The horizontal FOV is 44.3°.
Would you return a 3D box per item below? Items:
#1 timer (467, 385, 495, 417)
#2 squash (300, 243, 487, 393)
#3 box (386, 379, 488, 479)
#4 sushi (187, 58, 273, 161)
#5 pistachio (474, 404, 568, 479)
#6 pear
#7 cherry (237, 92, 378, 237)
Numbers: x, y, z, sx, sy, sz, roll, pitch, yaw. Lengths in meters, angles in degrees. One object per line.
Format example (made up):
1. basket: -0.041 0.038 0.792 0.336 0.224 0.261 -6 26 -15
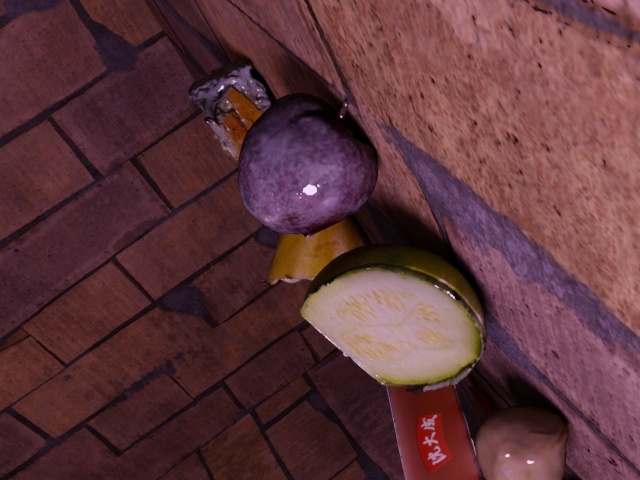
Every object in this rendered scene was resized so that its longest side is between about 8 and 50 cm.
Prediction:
1. timer: 0.297 0.350 1.551 0.136 0.136 0.099 54 145 6
2. squash: 0.115 0.115 1.111 0.234 0.210 0.309 43 -179 -7
3. box: 0.265 0.439 1.315 0.385 0.122 0.344 55 -164 -33
4. sushi: -0.159 -0.252 1.540 0.184 0.139 0.274 57 177 -18
5. pistachio: 0.285 0.291 1.112 0.135 0.136 0.226 53 -176 9
6. pear: 0.002 0.000 1.635 0.267 0.267 0.177 155 111 -85
7. cherry: -0.025 -0.101 1.071 0.195 0.195 0.195 54 175 7
